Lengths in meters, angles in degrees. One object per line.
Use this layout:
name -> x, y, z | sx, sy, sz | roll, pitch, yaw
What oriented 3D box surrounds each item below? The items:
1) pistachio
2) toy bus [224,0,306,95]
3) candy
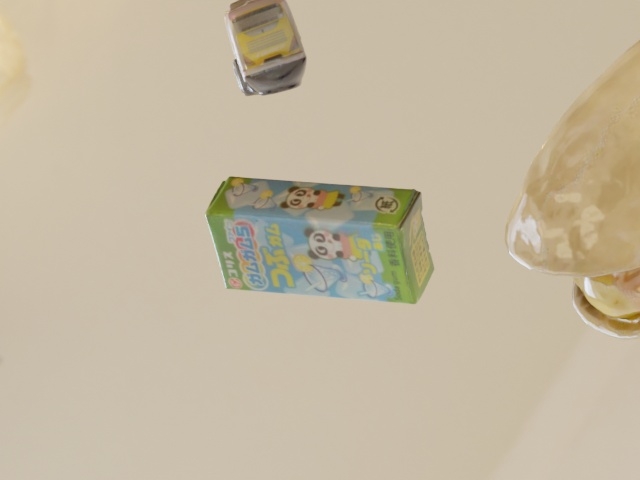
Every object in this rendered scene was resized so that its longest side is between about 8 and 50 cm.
pistachio -> 0.280, -0.061, 1.218 | 0.299, 0.187, 0.187 | -47, -150, 5
toy bus -> -0.043, -0.152, 1.288 | 0.057, 0.072, 0.172 | -18, -171, -1
candy -> 0.000, 0.000, 1.551 | 0.194, 0.097, 0.062 | 4, -138, 21
